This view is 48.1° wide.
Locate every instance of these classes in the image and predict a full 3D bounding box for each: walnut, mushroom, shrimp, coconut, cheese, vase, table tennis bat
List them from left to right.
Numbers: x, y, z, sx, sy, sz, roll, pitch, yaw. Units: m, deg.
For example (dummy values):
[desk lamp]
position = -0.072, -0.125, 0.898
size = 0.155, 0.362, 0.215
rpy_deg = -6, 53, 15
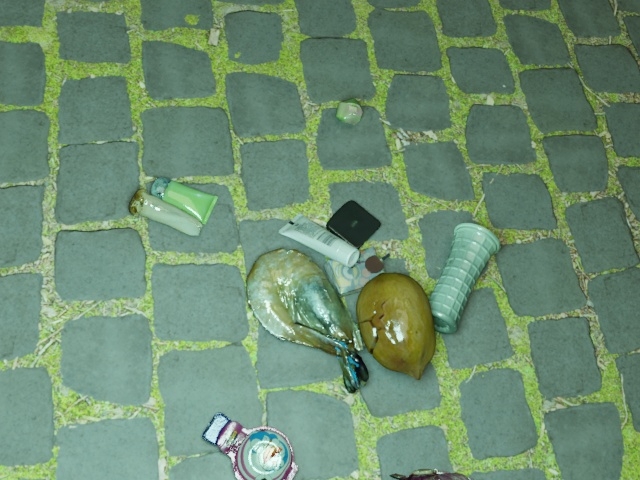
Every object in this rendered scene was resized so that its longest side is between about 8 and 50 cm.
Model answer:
[mushroom]
position = -0.415, -0.072, 1.941
size = 0.209, 0.084, 0.071
rpy_deg = 23, 32, -3
[cheese]
position = -0.167, 0.508, 1.738
size = 0.244, 0.062, 0.155
rpy_deg = 32, 65, 4
[shrimp]
position = -0.028, 0.207, 1.889
size = 0.221, 0.110, 0.445
rpy_deg = -35, 73, -18
[coconut]
position = 0.091, -0.396, 2.201
size = 0.083, 0.082, 0.081
rpy_deg = 15, 87, 39
[table tennis bat]
position = 0.159, 0.059, 1.978
size = 0.083, 0.007, 0.050
rpy_deg = -30, 75, -24
[walnut]
position = 0.199, 0.223, 1.866
size = 0.203, 0.203, 0.298
rpy_deg = -10, 61, -16
[vase]
position = 0.383, 0.110, 2.006
size = 0.143, 0.143, 0.299
rpy_deg = 30, 67, 2

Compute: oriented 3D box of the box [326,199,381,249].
[box]
position = 0.094, -0.044, 2.070
size = 0.125, 0.027, 0.126
rpy_deg = 40, 65, 10

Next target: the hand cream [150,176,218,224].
[hand cream]
position = -0.382, -0.117, 1.989
size = 0.175, 0.046, 0.095
rpy_deg = 24, 62, -8

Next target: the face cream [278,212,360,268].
[face cream]
position = 0.000, 0.000, 1.980
size = 0.244, 0.058, 0.092
rpy_deg = 30, 58, 31

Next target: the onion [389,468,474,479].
[onion]
position = 0.287, 0.713, 1.692
size = 0.267, 0.159, 0.348
rpy_deg = -3, 66, -10

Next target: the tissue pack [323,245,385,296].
[tissue pack]
position = 0.097, 0.089, 1.988
size = 0.148, 0.060, 0.108
rpy_deg = -15, 71, -17
